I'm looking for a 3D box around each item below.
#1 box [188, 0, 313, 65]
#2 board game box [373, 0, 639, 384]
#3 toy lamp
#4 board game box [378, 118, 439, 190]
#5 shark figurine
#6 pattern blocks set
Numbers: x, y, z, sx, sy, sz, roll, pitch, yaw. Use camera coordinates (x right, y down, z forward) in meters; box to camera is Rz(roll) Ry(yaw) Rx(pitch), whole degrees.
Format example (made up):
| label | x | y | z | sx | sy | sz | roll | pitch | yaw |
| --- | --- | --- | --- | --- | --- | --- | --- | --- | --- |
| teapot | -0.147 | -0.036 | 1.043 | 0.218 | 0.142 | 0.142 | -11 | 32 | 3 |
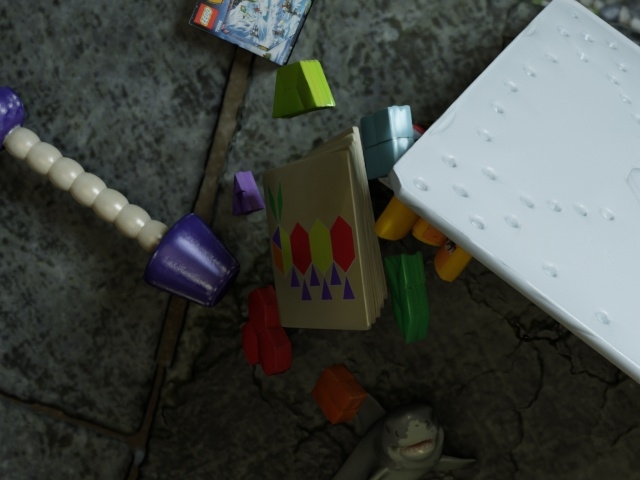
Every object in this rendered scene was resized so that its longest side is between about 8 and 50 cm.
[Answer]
| label | x | y | z | sx | sy | sz | roll | pitch | yaw |
| --- | --- | --- | --- | --- | --- | --- | --- | --- | --- |
| box | -0.047 | -0.235 | 1.092 | 0.094 | 0.027 | 0.137 | 25 | 101 | 6 |
| board game box | 0.265 | 0.008 | 0.893 | 0.390 | 0.390 | 0.050 | 38 | 127 | 5 |
| toy lamp | -0.194 | -0.036 | 1.121 | 0.274 | 0.080 | 0.080 | 37 | 102 | 6 |
| board game box | 0.194 | 0.010 | 0.990 | 0.305 | 0.193 | 0.053 | 36 | 102 | 5 |
| shark figurine | 0.020 | 0.197 | 1.112 | 0.278 | 0.166 | 0.116 | -38 | 62 | 30 |
| pattern blocks set | 0.000 | 0.000 | 0.988 | 0.026 | 0.325 | 0.286 | -7 | 98 | -24 |
